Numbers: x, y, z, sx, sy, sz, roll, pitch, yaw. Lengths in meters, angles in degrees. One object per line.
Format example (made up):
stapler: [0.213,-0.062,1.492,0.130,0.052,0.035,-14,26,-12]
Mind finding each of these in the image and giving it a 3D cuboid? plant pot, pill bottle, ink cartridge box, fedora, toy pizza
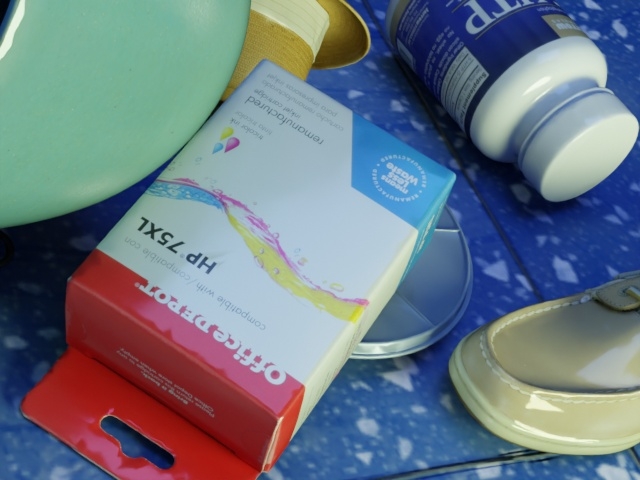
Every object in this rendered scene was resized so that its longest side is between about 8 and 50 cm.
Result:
plant pot: [-0.172,-0.137,0.685,0.293,0.293,0.235,47,18,23]
pill bottle: [0.140,-0.122,0.999,0.112,0.112,0.187,-14,55,-35]
ink cartridge box: [-0.043,0.026,0.749,0.134,0.078,0.231,32,59,9]
fedora: [-0.067,-0.130,0.908,0.194,0.194,0.079,16,77,-9]
toy pizza: [0.000,0.000,0.871,0.201,0.032,0.201,14,43,-13]

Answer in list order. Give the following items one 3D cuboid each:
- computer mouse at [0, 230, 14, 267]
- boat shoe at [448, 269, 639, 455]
computer mouse: [-0.250,-0.093,0.834,0.184,0.060,0.262,19,54,-13]
boat shoe: [0.218,0.057,0.864,0.302,0.098,0.109,-4,49,-28]
